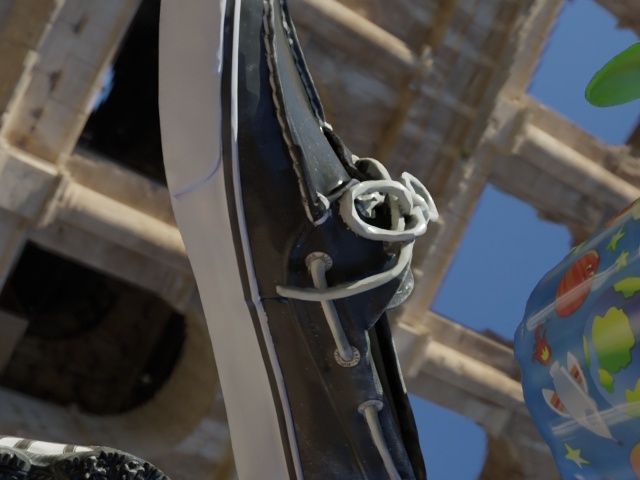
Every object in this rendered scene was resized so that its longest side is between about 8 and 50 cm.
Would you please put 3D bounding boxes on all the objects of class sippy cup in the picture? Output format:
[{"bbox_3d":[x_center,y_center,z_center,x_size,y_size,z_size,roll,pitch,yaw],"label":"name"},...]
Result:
[{"bbox_3d":[0.235,0.052,0.711,0.224,0.240,0.305,-35,-147,50],"label":"sippy cup"}]

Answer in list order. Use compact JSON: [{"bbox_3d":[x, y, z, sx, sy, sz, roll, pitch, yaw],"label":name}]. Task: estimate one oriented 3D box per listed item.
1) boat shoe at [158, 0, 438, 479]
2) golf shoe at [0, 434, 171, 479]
[{"bbox_3d":[0.000,0.002,0.593,0.105,0.306,0.113,-3,-155,10],"label":"boat shoe"},{"bbox_3d":[-0.203,0.179,0.985,0.094,0.198,0.077,15,-93,61],"label":"golf shoe"}]
